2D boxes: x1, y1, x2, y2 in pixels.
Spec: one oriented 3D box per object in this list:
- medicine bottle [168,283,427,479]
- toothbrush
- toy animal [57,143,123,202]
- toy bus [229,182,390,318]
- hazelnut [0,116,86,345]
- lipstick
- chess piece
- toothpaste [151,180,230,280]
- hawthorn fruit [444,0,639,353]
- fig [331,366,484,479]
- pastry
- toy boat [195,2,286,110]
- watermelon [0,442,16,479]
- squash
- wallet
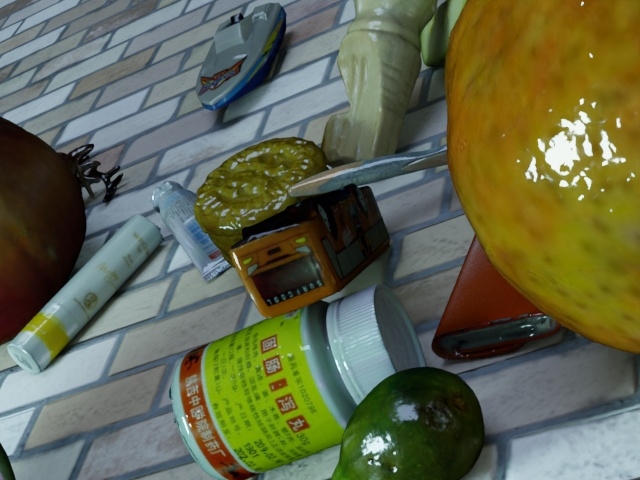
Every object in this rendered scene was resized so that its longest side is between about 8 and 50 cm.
[{"bbox_3d":[-0.020,0.138,1.336,0.225,0.139,0.139,-23,28,17],"label":"medicine bottle"},{"bbox_3d":[0.143,-0.099,1.596,0.375,0.028,0.037,-12,37,8],"label":"toothbrush"},{"bbox_3d":[-0.439,-0.101,2.247,0.260,0.087,0.243,-29,28,14],"label":"toy animal"},{"bbox_3d":[0.000,0.000,1.417,0.093,0.092,0.409,-22,2,12],"label":"toy bus"},{"bbox_3d":[-0.521,-0.031,1.969,0.359,0.359,0.409,-41,37,-16],"label":"hazelnut"},{"bbox_3d":[-0.314,0.069,1.856,0.059,0.059,0.264,0,40,47],"label":"lipstick"},{"bbox_3d":[0.077,-0.228,1.805,0.137,0.137,0.301,-2,70,45],"label":"chess piece"},{"bbox_3d":[-0.164,-0.018,1.855,0.089,0.057,0.234,-36,34,-11],"label":"toothpaste"},{"bbox_3d":[0.312,-0.131,1.127,0.471,0.472,0.472,-25,28,14],"label":"hawthorn fruit"},{"bbox_3d":[0.060,0.184,1.227,0.177,0.117,0.117,-31,25,28],"label":"fig"},{"bbox_3d":[-0.061,-0.047,1.716,0.188,0.103,0.189,-19,33,13],"label":"pastry"},{"bbox_3d":[-0.138,-0.291,2.236,0.129,0.088,0.295,-19,29,25],"label":"toy boat"},{"bbox_3d":[-0.477,0.293,1.363,0.363,0.363,0.363,-25,28,14],"label":"watermelon"},{"bbox_3d":[0.165,-0.283,1.875,0.252,0.169,0.093,5,88,49],"label":"squash"},{"bbox_3d":[0.199,0.032,1.383,0.142,0.045,0.204,-16,31,34],"label":"wallet"}]
